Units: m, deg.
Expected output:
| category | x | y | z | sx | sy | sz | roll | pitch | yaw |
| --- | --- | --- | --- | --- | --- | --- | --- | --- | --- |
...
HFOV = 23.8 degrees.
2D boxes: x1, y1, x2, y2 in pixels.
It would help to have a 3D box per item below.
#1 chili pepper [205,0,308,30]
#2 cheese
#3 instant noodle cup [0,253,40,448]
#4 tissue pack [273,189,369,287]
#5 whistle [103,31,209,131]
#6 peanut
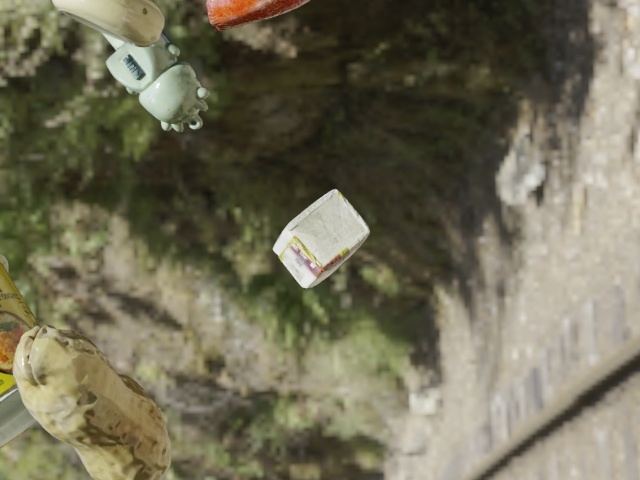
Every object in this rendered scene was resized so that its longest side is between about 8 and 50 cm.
| category | x | y | z | sx | sy | sz | roll | pitch | yaw |
| --- | --- | --- | --- | --- | --- | --- | --- | --- | --- |
| chili pepper | -0.043 | -0.289 | 1.640 | 0.084 | 0.192 | 0.086 | -19 | -86 | -56 |
| cheese | -0.315 | -0.323 | 1.993 | 0.137 | 0.227 | 0.064 | 16 | 83 | 63 |
| instant noodle cup | -0.612 | 0.217 | 2.671 | 0.254 | 0.325 | 0.325 | 49 | 169 | 14 |
| tissue pack | 0.001 | 0.000 | 2.364 | 0.099 | 0.106 | 0.149 | 51 | 165 | 4 |
| whistle | -0.253 | -0.261 | 2.236 | 0.244 | 0.110 | 0.092 | 50 | -149 | -2 |
| peanut | -0.282 | 0.210 | 1.907 | 0.290 | 0.130 | 0.130 | 55 | -156 | -43 |
